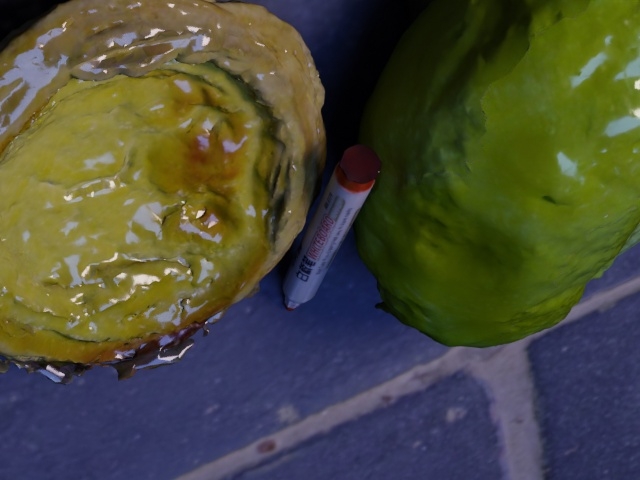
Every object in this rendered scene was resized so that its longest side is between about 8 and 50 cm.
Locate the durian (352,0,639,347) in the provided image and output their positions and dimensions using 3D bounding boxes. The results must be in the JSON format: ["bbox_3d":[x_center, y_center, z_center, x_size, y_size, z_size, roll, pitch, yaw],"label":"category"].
[{"bbox_3d":[0.146,-0.067,1.150,0.339,0.204,0.256,-44,143,10],"label":"durian"}]

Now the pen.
[{"bbox_3d":[0.000,0.000,1.178,0.026,0.026,0.218,-13,159,-18],"label":"pen"}]

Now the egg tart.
[{"bbox_3d":[-0.121,-0.040,1.105,0.279,0.095,0.279,-17,135,-18],"label":"egg tart"}]
